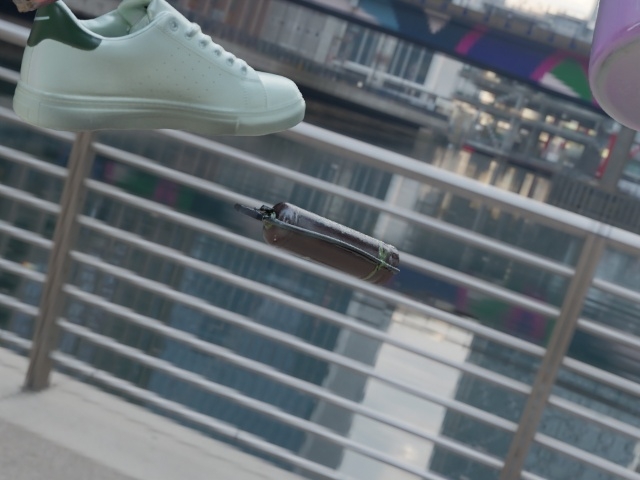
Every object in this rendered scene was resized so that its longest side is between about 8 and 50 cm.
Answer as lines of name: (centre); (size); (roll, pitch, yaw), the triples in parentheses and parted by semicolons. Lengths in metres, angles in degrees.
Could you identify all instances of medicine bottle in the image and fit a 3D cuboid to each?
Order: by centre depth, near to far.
medicine bottle: (0.344, -0.236, 1.011); (0.152, 0.254, 0.152); (13, -32, 9)

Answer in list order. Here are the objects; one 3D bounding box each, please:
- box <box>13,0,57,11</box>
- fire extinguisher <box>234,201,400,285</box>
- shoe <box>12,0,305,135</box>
box: (-0.143, -0.316, 0.617); (0.197, 0.313, 0.089); (-25, 16, -18)
fire extinguisher: (0.000, 0.000, 0.969); (0.158, 0.043, 0.064); (21, 0, -31)
shoe: (-0.173, -0.213, 1.243); (0.363, 0.160, 0.132); (-3, 25, -33)
